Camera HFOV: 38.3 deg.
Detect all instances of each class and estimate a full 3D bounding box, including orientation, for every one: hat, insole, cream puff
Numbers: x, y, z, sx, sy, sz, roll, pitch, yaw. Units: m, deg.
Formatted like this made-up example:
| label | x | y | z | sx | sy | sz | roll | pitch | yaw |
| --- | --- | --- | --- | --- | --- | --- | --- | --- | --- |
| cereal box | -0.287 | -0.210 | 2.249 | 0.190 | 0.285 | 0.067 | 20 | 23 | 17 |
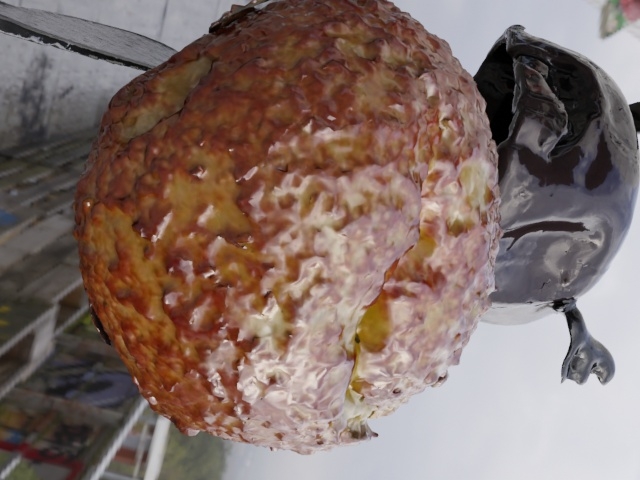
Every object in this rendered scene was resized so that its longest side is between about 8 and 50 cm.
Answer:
| label | x | y | z | sx | sy | sz | roll | pitch | yaw |
| --- | --- | --- | --- | --- | --- | --- | --- | --- | --- |
| hat | 0.148 | -0.014 | 0.728 | 0.336 | 0.209 | 0.238 | -32 | -148 | 60 |
| insole | -0.143 | -0.123 | 0.537 | 0.012 | 0.110 | 0.309 | -65 | 170 | 10 |
| cream puff | 0.000 | 0.001 | 0.466 | 0.240 | 0.164 | 0.240 | -33 | 136 | -39 |
